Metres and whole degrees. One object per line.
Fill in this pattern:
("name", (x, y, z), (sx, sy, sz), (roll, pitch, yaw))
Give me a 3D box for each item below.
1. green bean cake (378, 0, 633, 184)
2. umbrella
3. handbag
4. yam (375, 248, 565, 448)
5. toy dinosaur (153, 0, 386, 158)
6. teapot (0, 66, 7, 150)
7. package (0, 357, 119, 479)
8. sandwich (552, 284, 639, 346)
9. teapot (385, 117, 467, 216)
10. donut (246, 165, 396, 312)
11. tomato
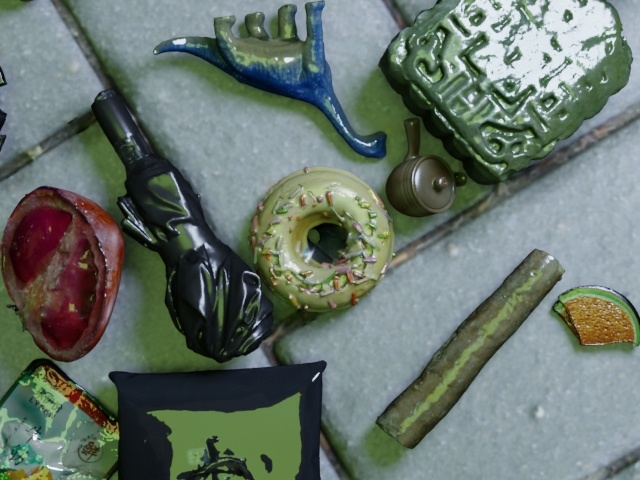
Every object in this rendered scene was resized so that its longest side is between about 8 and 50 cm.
("green bean cake", (0.203, -0.200, 1.074), (0.227, 0.125, 0.222), (-43, 90, -1))
("umbrella", (-0.165, -0.020, 1.109), (0.118, 0.118, 0.340), (-29, 85, 4))
("handbag", (-0.114, 0.248, 1.119), (0.254, 0.089, 0.211), (-3, 86, 4))
("yam", (0.170, 0.122, 1.113), (0.061, 0.061, 0.274), (40, 93, 1))
("toy dinosaur", (-0.056, -0.170, 1.116), (0.247, 0.075, 0.188), (-9, 99, -2))
("teapot", (-0.410, -0.128, 1.127), (0.096, 0.087, 0.177), (24, 93, -2))
("package", (-0.344, 0.273, 1.157), (0.166, 0.040, 0.232), (40, 92, 2))
("sandwich", (0.316, 0.085, 1.121), (0.101, 0.026, 0.069), (0, 96, 6))
("teapot", (0.113, -0.083, 1.101), (0.085, 0.080, 0.110), (-18, 95, -36))
("donut", (0.000, 0.000, 1.115), (0.174, 0.068, 0.175), (0, 91, 3))
("tomato", (-0.271, 0.033, 1.106), (0.173, 0.099, 0.189), (-44, 72, 30))
